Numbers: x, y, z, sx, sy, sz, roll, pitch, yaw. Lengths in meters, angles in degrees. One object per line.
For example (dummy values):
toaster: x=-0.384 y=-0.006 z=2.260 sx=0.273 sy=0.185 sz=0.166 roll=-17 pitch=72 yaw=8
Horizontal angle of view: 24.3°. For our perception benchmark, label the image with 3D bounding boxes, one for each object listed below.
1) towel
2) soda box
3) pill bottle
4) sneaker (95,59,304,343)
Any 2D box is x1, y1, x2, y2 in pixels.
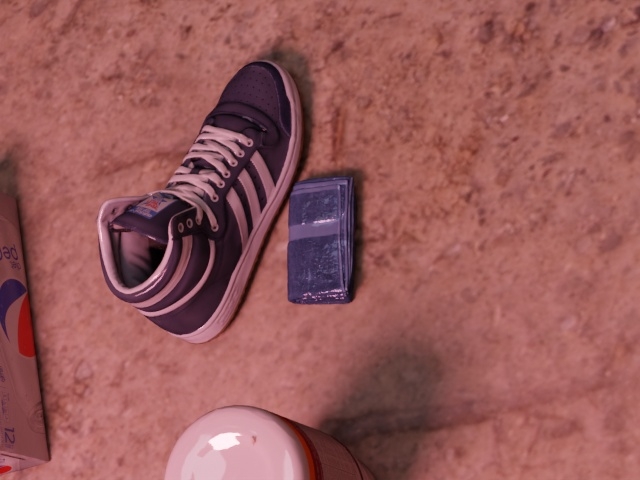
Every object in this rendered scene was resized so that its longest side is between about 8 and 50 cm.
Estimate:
towel: x=0.000 y=0.000 z=1.386 sx=0.067 sy=0.029 sz=0.119 roll=-5 pitch=73 yaw=21
soda box: x=-0.345 y=0.088 z=1.460 sx=0.098 sy=0.091 sz=0.286 roll=-18 pitch=69 yaw=17
pill bottle: x=-0.031 y=0.211 z=1.229 sx=0.121 sy=0.221 sz=0.121 roll=-6 pitch=73 yaw=19
sneaker: x=-0.111 y=-0.054 z=1.372 sx=0.099 sy=0.153 sz=0.282 roll=12 pitch=79 yaw=32
